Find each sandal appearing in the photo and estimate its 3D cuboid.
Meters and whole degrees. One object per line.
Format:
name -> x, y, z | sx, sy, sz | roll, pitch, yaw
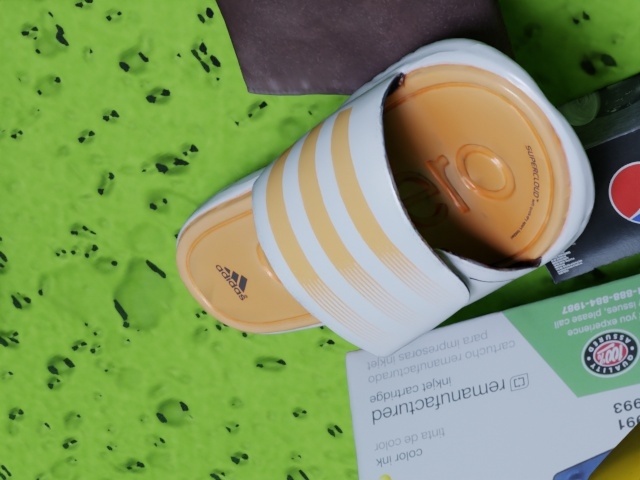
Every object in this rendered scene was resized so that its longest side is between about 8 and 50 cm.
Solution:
sandal -> 0.007, 0.008, 0.702 | 0.102, 0.076, 0.265 | 49, 143, -9

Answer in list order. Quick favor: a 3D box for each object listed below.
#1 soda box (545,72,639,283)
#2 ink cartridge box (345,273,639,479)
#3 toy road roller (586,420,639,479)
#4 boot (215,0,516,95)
soda box -> 0.159, -0.044, 0.670 | 0.169, 0.060, 0.053 | -21, 113, 28
ink cartridge box -> 0.105, 0.137, 0.698 | 0.154, 0.212, 0.093 | -16, 154, 22
toy road roller -> 0.264, 0.086, 0.556 | 0.202, 0.329, 0.240 | -36, 82, 33
boot -> -0.052, -0.147, 0.662 | 0.248, 0.090, 0.206 | 2, 123, 22
